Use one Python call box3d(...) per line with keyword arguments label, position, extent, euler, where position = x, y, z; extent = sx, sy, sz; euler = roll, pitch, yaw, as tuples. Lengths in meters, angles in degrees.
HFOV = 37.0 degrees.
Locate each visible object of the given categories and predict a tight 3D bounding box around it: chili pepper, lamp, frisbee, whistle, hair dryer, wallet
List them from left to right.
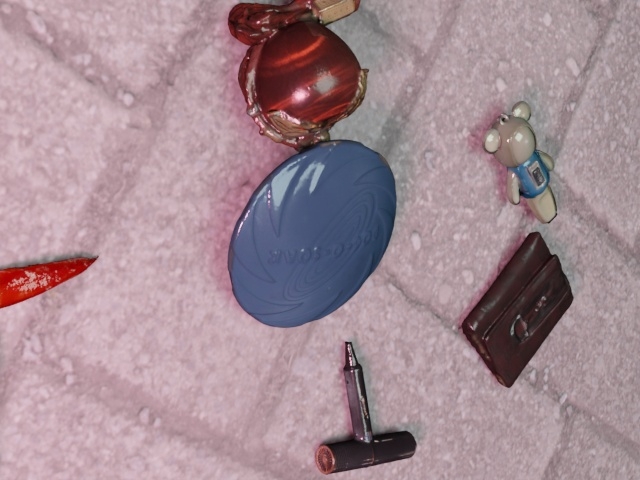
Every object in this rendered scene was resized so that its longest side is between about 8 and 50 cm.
box3d(label="chili pepper", position=(-0.340, 0.048, 1.137), extent=(0.178, 0.027, 0.045), euler=(-17, 104, -37))
box3d(label="lamp", position=(-0.012, -0.237, 1.279), extent=(0.215, 0.151, 0.223), euler=(-27, 116, -23))
box3d(label="frisbee", position=(0.004, 0.002, 1.319), extent=(0.290, 0.049, 0.289), euler=(-22, 130, -29))
box3d(label="hair dryer", position=(0.073, 0.250, 1.467), extent=(0.173, 0.050, 0.194), euler=(1, 90, -40))
box3d(label="wallet", position=(0.348, 0.123, 1.661), extent=(0.229, 0.049, 0.182), euler=(-48, 123, -22))
box3d(label="whistle", position=(0.345, -0.123, 1.624), extent=(0.114, 0.077, 0.235), euler=(-44, 125, -16))
